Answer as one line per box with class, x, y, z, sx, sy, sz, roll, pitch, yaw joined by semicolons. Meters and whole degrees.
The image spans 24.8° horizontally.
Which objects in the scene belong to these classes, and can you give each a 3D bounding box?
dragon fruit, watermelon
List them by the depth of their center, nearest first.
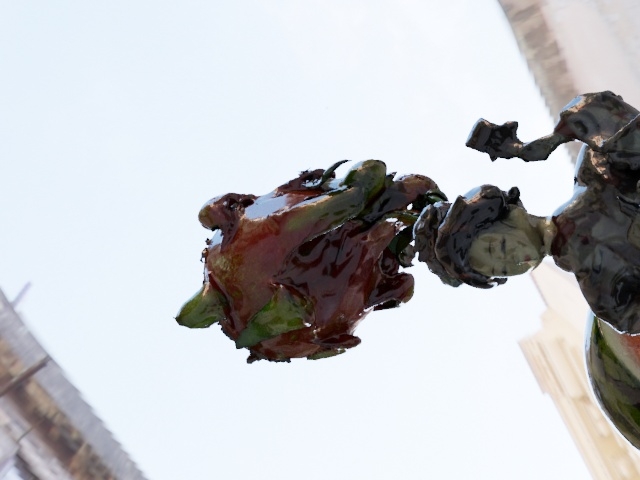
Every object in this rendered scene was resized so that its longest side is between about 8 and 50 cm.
watermelon;0.204;0.089;0.829;0.163;0.069;0.087;32;-83;22
dragon fruit;0.000;0.000;0.938;0.138;0.142;0.175;43;-57;-14

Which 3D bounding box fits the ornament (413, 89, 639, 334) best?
ornament;0.124;-0.017;0.570;0.196;0.153;0.166;-12;-93;18
